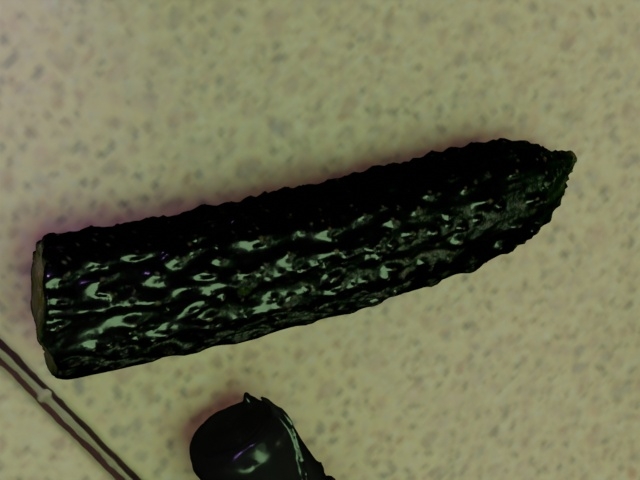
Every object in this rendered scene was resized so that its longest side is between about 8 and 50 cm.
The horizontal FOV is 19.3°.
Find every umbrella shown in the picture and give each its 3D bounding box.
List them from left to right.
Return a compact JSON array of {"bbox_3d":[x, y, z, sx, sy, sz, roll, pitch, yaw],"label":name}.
[{"bbox_3d":[0.029,0.211,0.977,0.090,0.094,0.326,-43,122,-24],"label":"umbrella"}]

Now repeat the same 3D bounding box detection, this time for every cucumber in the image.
[{"bbox_3d":[0.001,0.002,0.902,0.300,0.072,0.072,-13,112,-22],"label":"cucumber"}]
